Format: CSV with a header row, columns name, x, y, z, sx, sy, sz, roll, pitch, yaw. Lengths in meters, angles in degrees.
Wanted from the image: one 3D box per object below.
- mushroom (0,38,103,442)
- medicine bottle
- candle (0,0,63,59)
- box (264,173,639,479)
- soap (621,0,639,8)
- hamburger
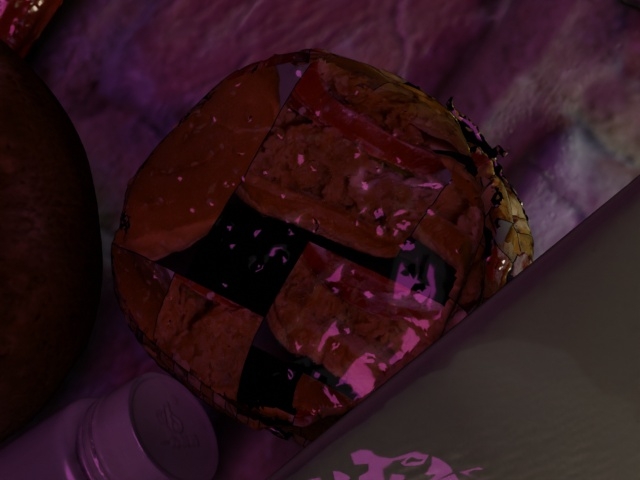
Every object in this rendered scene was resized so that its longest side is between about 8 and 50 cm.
name,x,y,z,sx,sy,sz,roll,pitch,yaw
mushroom,-0.230,0.003,0.840,0.253,0.153,0.253,1,91,26
medicine bottle,-0.121,0.126,0.814,0.130,0.080,0.080,-32,69,27
candle,-0.169,-0.192,0.951,0.084,0.059,0.302,22,76,27
box,0.168,0.170,0.673,0.352,0.177,0.344,-38,81,-14
soap,0.255,-0.131,0.828,0.203,0.122,0.065,35,82,16
hamburger,0.000,0.000,0.845,0.231,0.107,0.231,-5,73,16
